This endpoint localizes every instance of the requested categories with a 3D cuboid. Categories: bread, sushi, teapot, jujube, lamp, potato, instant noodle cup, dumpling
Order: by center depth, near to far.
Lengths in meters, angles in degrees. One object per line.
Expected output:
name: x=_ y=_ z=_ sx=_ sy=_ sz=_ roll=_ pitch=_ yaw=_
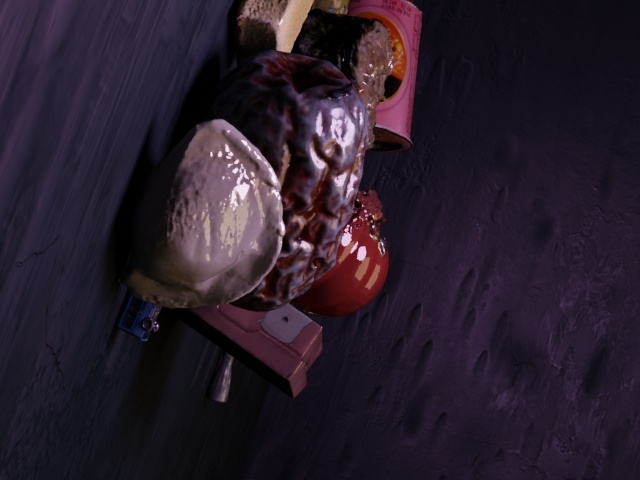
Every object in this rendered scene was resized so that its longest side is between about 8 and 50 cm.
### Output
dumpling: x=-0.120 y=-0.019 z=1.282 sx=0.126 sy=0.166 sz=0.216 roll=-161 pitch=-91 yaw=-72
jujube: x=-0.058 y=-0.072 z=1.427 sx=0.226 sy=0.226 sz=0.317 roll=-63 pitch=175 yaw=-57
bread: x=-0.049 y=-0.308 z=1.472 sx=0.125 sy=0.068 sz=0.188 roll=99 pitch=13 yaw=-66
lamp: x=0.000 y=0.000 z=1.671 sx=0.227 sy=0.226 sz=0.227 roll=20 pitch=90 yaw=-85
sushi: x=0.004 y=-0.205 z=1.859 sx=0.211 sy=0.170 sz=0.350 roll=100 pitch=10 yaw=-50
potato: x=0.034 y=-0.438 z=1.974 sx=0.119 sy=0.054 sz=0.198 roll=59 pitch=51 yaw=-80
instant noodle cup: x=0.078 y=-0.307 z=2.150 sx=0.244 sy=0.243 sz=0.255 roll=69 pitch=32 yaw=-82
teapot: x=-0.189 y=0.257 z=2.312 sx=0.043 sy=0.042 sz=0.111 roll=-6 pitch=111 yaw=-85

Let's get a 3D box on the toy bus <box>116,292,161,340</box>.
toy bus: x=-0.204 y=0.073 z=1.388 sx=0.038 sy=0.046 sz=0.083 roll=68 pitch=44 yaw=-82

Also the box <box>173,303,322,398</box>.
box: x=-0.100 y=0.116 z=1.648 sx=0.086 sy=0.215 sz=0.215 roll=-53 pitch=171 yaw=-11

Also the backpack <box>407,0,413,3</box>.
backpack: x=0.172 y=-0.586 z=2.465 sx=0.229 sy=0.138 sz=0.229 roll=-166 pitch=-90 yaw=-77
